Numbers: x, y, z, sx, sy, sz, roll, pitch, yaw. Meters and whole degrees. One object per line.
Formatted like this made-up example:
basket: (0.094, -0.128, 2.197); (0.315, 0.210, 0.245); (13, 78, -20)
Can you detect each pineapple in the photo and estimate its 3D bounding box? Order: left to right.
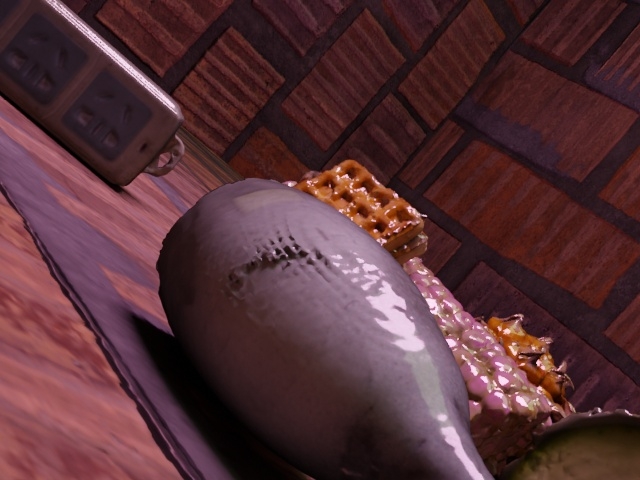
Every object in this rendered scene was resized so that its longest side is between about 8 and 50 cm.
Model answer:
pineapple: (0.223, 0.161, 0.953); (0.164, 0.140, 0.250); (9, -25, 48)

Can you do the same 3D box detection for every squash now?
squash: (0.142, 0.153, 0.452); (0.123, 0.123, 0.187); (42, -3, 25)

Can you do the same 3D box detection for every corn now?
corn: (0.056, 0.063, 0.796); (0.335, 0.126, 0.126); (45, 3, 38)

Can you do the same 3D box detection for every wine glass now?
wine glass: (0.046, -0.007, 0.286); (0.096, 0.264, 0.309); (-2, 25, -28)

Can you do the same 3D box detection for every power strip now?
power strip: (-0.210, -0.141, 0.682); (0.272, 0.078, 0.052); (41, 3, -11)

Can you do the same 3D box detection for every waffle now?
waffle: (0.000, 0.000, 0.747); (0.102, 0.148, 0.042); (43, -30, 34)

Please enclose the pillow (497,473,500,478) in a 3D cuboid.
pillow: (0.222, 0.257, 0.782); (0.185, 0.043, 0.118); (41, -1, -4)
